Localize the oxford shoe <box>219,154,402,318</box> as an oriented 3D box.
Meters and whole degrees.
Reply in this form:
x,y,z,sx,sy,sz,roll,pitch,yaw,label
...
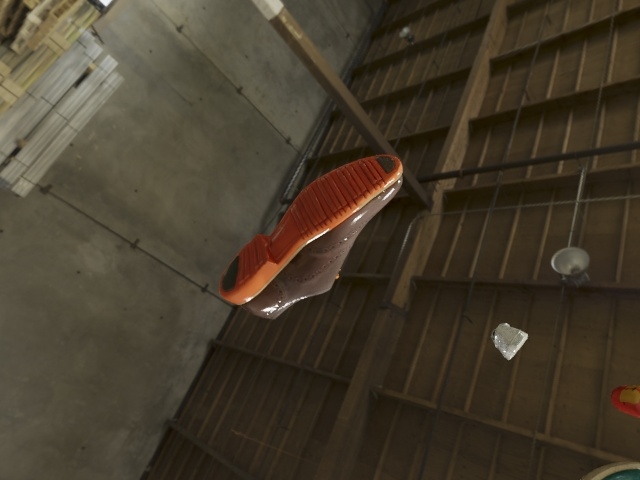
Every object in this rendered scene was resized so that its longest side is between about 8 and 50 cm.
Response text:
x,y,z,sx,sy,sz,roll,pitch,yaw,label
0.000,0.000,0.514,0.271,0.098,0.097,-37,-146,15,oxford shoe

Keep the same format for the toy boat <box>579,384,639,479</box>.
x,y,z,sx,sy,sz,roll,pitch,yaw,label
0.533,0.391,0.642,0.267,0.148,0.319,6,-104,2,toy boat

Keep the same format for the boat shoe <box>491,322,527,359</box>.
x,y,z,sx,sy,sz,roll,pitch,yaw,label
0.414,0.222,0.912,0.063,0.184,0.066,38,-87,29,boat shoe
